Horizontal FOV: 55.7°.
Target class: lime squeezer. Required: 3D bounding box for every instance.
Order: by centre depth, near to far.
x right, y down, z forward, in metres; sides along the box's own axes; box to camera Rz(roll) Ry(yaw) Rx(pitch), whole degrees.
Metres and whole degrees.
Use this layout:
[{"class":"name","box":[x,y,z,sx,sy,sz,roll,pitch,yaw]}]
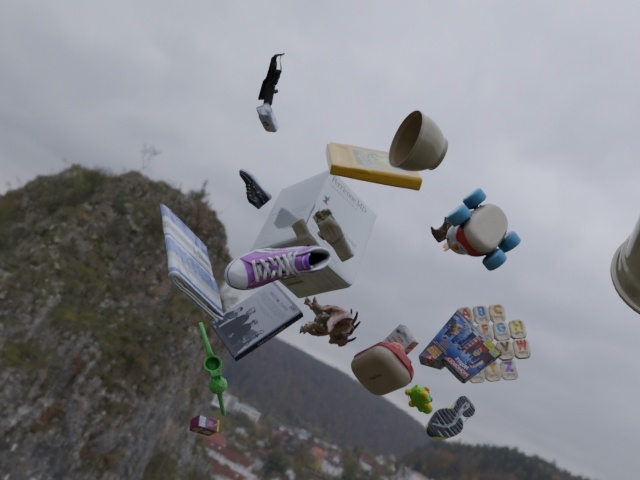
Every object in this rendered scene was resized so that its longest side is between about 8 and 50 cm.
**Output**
[{"class":"lime squeezer","box":[-0.328,0.410,1.900,0.059,0.310,0.110,-14,4,0]}]

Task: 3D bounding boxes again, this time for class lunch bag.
[{"class":"lunch bag","box":[-0.169,-0.392,1.950,0.083,0.053,0.071,56,-8,46]}]

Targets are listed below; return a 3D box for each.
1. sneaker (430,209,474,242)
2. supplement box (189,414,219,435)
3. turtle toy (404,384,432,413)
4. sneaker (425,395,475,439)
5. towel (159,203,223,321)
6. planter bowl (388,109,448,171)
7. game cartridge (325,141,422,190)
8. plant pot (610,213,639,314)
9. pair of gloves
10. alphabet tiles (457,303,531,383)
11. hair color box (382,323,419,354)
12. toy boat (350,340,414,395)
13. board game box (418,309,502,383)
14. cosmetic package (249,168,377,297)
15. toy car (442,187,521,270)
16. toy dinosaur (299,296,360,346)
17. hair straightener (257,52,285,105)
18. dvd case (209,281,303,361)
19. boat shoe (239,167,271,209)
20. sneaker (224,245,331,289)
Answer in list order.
[{"class":"sneaker","box":[0.490,-0.069,2.214,0.071,0.188,0.066,55,9,2]},{"class":"supplement box","box":[-0.392,0.625,2.047,0.083,0.043,0.055,29,-47,-33]},{"class":"turtle toy","box":[0.369,0.578,2.204,0.095,0.066,0.130,-4,-70,44]},{"class":"sneaker","box":[0.354,0.514,1.706,0.209,0.094,0.081,-10,59,-47]},{"class":"towel","box":[-0.328,0.054,1.515,0.209,0.034,0.285,54,8,-42]},{"class":"planter bowl","box":[0.269,-0.250,1.612,0.109,0.162,0.162,22,-14,-19]},{"class":"game cartridge","box":[0.184,-0.276,2.186,0.324,0.052,0.285,10,25,-9]},{"class":"plant pot","box":[0.849,-0.016,1.363,0.334,0.333,0.305,16,-37,31]},{"class":"pair of gloves","box":[0.000,0.000,2.184,0.240,0.042,0.204,-20,-82,47]},{"class":"alphabet tiles","box":[0.589,0.360,2.144,0.284,0.277,0.021,-6,-26,6]},{"class":"hair color box","box":[0.286,0.412,2.326,0.053,0.167,0.093,21,27,-47]},{"class":"toy boat","box":[0.201,0.368,1.841,0.151,0.151,0.231,51,-39,1]},{"class":"board game box","box":[0.402,0.336,1.811,0.194,0.194,0.060,47,-14,39]},{"class":"cosmetic package","box":[-0.026,-0.023,2.563,0.328,0.393,0.329,-18,-51,44]},{"class":"toy car","box":[0.475,-0.007,1.972,0.219,0.210,0.238,50,-38,-2]},{"class":"toy dinosaur","box":[0.049,0.255,1.887,0.201,0.127,0.296,16,-12,-9]},{"class":"hair straightener","box":[-0.161,-0.561,2.145,0.089,0.047,0.230,56,-40,24]},{"class":"dvd case","box":[-0.194,0.238,1.821,0.179,0.239,0.029,42,-22,45]},{"class":"boat shoe","box":[-0.297,-0.220,2.586,0.183,0.083,0.065,46,-22,-7]},{"class":"sneaker","box":[-0.105,0.060,1.605,0.282,0.102,0.161,-15,2,-26]}]
